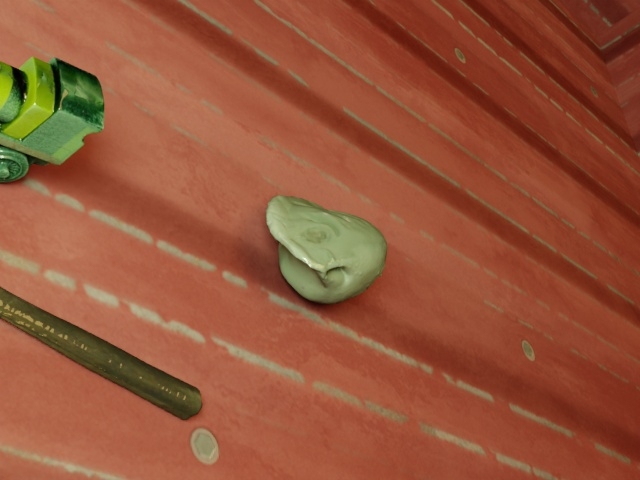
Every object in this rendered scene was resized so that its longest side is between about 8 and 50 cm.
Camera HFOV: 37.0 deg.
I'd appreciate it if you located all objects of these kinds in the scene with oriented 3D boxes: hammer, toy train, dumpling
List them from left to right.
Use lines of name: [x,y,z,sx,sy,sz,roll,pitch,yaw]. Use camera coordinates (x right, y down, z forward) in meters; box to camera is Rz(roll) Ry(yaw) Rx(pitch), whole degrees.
toy train: [-0.296,-0.121,0.804,0.200,0.132,0.083,18,48,-48]
hammer: [-0.222,0.082,0.831,0.297,0.027,0.125,35,38,-32]
dumpling: [0.000,0.015,1.131,0.219,0.152,0.108,6,101,-68]
